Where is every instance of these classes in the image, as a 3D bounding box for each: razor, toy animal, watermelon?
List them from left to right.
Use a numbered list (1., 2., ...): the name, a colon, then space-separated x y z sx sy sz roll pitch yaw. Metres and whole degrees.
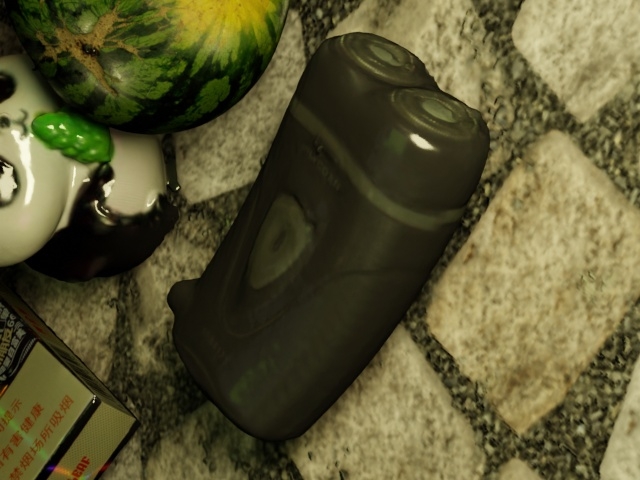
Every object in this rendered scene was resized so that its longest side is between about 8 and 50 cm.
1. toy animal: -0.278 -0.071 1.515 0.212 0.266 0.213 -11 73 41
2. watermelon: -0.157 -0.234 1.410 0.269 0.269 0.269 -7 80 45
3. razor: 0.002 -0.001 1.325 0.204 0.113 0.349 52 122 37

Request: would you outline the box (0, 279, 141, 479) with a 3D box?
1. box: -0.346 0.177 1.635 0.310 0.084 0.198 37 90 41
